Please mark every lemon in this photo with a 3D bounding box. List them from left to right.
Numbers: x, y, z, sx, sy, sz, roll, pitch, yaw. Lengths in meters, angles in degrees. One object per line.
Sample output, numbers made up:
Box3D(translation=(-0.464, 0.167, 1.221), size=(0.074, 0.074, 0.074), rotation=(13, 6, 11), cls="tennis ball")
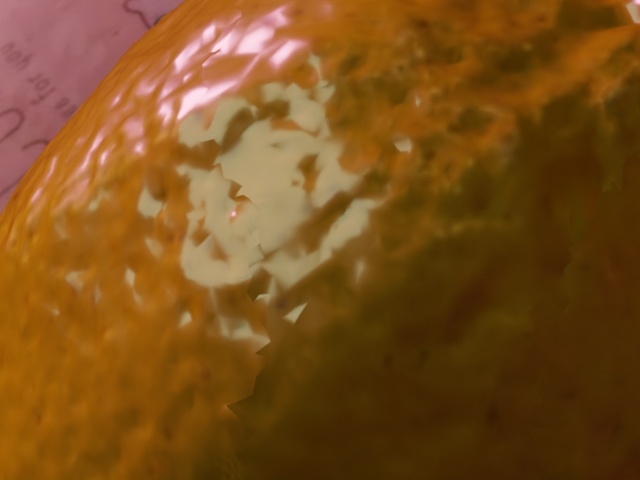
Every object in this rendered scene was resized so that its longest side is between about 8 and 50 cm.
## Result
Box3D(translation=(0.017, 0.031, 0.479), size=(0.260, 0.204, 0.204), rotation=(-44, 23, 41), cls="lemon")

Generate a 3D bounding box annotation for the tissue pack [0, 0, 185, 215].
Box3D(translation=(-0.036, -0.055, 0.656), size=(0.325, 0.170, 0.071), rotation=(-39, -26, -14), cls="tissue pack")
